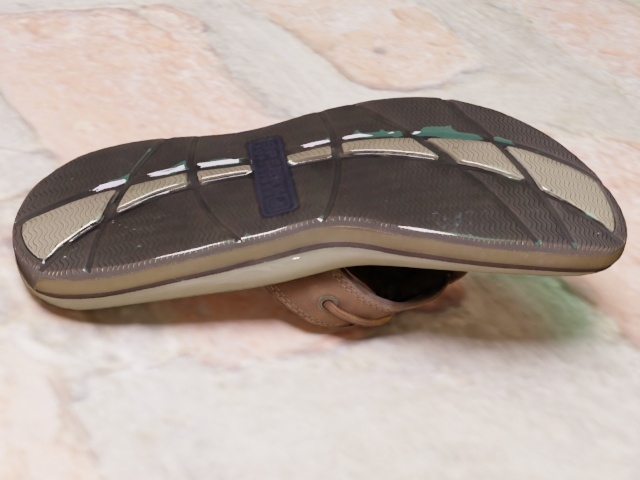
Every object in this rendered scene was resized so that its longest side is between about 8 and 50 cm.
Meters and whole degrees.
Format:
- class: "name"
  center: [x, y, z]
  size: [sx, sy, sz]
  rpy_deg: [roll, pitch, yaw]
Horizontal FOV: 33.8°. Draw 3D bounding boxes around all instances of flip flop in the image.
- class: "flip flop"
  center: [0.000, 0.000, 0.493]
  size: [0.277, 0.080, 0.112]
  rpy_deg: [-8, 42, -2]
